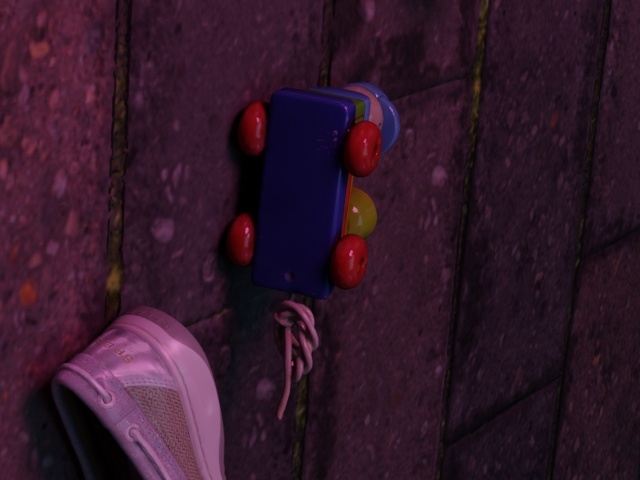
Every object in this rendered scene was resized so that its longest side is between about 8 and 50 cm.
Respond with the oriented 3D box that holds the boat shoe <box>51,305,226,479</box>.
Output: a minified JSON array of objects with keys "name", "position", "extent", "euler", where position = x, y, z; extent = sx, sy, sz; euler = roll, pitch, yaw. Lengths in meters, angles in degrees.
[{"name":"boat shoe","position":[-0.118,0.204,1.378],"extent":[0.103,0.118,0.320],"euler":[-34,128,-39]}]

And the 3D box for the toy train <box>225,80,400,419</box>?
[{"name":"toy train","position":[0.000,0.000,1.490],"extent":[0.143,0.105,0.248],"euler":[-32,132,-65]}]
